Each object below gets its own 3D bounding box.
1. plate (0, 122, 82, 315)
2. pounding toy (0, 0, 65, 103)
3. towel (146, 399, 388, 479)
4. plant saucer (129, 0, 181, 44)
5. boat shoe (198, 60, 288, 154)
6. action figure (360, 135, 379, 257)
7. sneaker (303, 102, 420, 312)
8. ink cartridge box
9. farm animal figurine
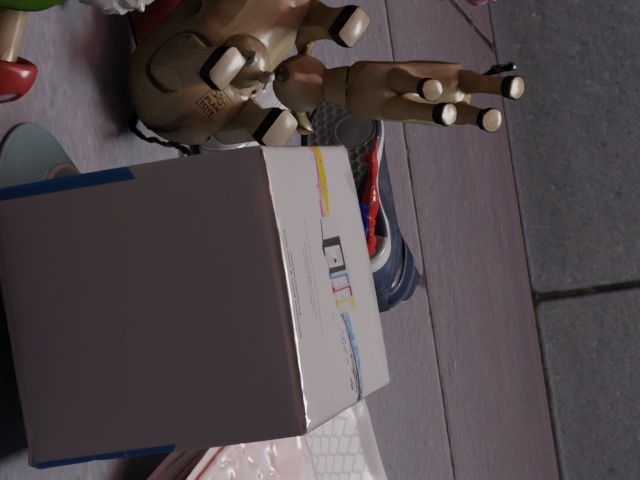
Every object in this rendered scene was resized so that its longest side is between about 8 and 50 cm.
[{"bbox_3d":[-0.164,0.015,1.290,0.188,0.024,0.188,-10,90,-76],"label":"plate"},{"bbox_3d":[-0.203,-0.131,0.994,0.237,0.183,0.110,-21,128,-76],"label":"pounding toy"},{"bbox_3d":[-0.024,0.266,1.463,0.317,0.053,0.331,-46,128,-51],"label":"towel"},{"bbox_3d":[-0.115,-0.258,1.642,0.259,0.048,0.258,-68,146,-67],"label":"plant saucer"},{"bbox_3d":[-0.069,-0.130,1.712,0.184,0.066,0.063,-59,150,-55],"label":"boat shoe"},{"bbox_3d":[0.000,0.000,1.830,0.280,0.092,0.139,-71,160,-64],"label":"action figure"},{"bbox_3d":[0.044,-0.033,2.067,0.163,0.086,0.226,62,21,-58],"label":"sneaker"},{"bbox_3d":[-0.073,0.034,1.234,0.233,0.171,0.168,-12,92,-77],"label":"ink cartridge box"},{"bbox_3d":[-0.026,-0.176,1.526,0.327,0.172,0.330,-39,120,-26],"label":"farm animal figurine"}]
